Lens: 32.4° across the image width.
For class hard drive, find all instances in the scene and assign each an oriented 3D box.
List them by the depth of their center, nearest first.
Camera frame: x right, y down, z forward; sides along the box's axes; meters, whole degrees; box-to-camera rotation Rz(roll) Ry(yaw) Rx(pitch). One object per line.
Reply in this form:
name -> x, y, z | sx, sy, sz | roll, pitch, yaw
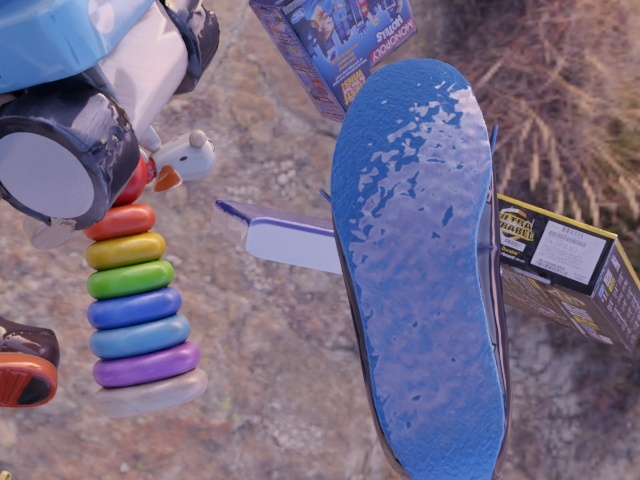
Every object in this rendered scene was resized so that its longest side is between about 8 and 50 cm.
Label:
hard drive -> 0.000, 0.000, 1.209 | 0.210, 0.318, 0.040 | 12, 93, -12

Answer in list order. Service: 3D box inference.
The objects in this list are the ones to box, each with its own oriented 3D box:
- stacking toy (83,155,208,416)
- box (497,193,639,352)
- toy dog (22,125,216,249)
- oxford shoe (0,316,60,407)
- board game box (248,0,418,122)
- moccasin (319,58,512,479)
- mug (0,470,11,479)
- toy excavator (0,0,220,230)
stacking toy -> -0.235, 0.039, 1.338 | 0.141, 0.141, 0.330 | -12, 92, -39
box -> 0.240, 0.027, 1.298 | 0.079, 0.257, 0.322 | -67, 153, -6
toy dog -> -0.303, -0.124, 1.587 | 0.220, 0.161, 0.333 | 42, 52, 8
oxford shoe -> -0.438, 0.123, 1.270 | 0.271, 0.097, 0.098 | 14, 41, -18
board game box -> 0.027, -0.252, 1.347 | 0.194, 0.060, 0.194 | -41, 130, -26
moccasin -> 0.067, 0.028, 0.799 | 0.117, 0.137, 0.342 | 71, 19, -59
mug -> -0.512, 0.403, 1.715 | 0.062, 0.064, 0.078 | -10, 71, -7
toy excavator -> -0.229, -0.243, 0.764 | 0.445, 0.433, 0.222 | 61, 36, -32
